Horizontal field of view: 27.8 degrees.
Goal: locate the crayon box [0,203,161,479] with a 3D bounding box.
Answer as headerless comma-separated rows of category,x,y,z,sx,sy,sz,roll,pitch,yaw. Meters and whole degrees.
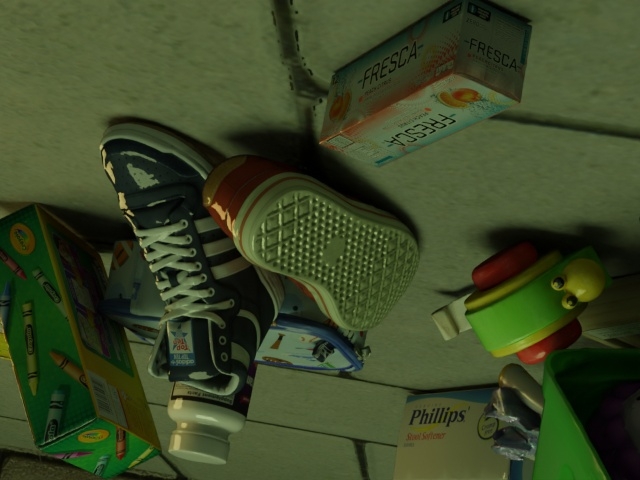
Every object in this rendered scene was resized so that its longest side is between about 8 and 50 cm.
crayon box,-0.282,0.115,1.459,0.081,0.278,0.165,-26,153,7

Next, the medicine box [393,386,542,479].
medicine box,0.304,0.327,1.930,0.289,0.149,0.263,22,159,-31

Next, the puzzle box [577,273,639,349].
puzzle box,0.484,0.082,1.261,0.272,0.052,0.409,22,159,-30

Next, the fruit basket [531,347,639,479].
fruit basket,0.385,0.207,1.122,0.283,0.392,0.392,2,166,-22

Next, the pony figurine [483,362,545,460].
pony figurine,0.355,0.267,1.500,0.351,0.302,0.363,15,-170,-35

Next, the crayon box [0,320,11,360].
crayon box,-0.425,0.109,1.820,0.202,0.081,0.318,17,160,-17

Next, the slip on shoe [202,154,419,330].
slip on shoe,0.000,0.000,1.244,0.101,0.123,0.331,38,-176,34

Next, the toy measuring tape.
toy measuring tape,0.173,0.076,1.312,0.121,0.121,0.330,18,160,-20

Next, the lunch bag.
lunch bag,-0.085,0.081,1.499,0.303,0.114,0.243,7,163,16

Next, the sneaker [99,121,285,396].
sneaker,-0.131,0.030,1.209,0.099,0.153,0.282,-6,136,31

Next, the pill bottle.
pill bottle,-0.146,0.199,1.742,0.108,0.193,0.108,10,162,3

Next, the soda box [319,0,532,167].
soda box,0.070,-0.109,0.923,0.058,0.063,0.183,20,160,-25
